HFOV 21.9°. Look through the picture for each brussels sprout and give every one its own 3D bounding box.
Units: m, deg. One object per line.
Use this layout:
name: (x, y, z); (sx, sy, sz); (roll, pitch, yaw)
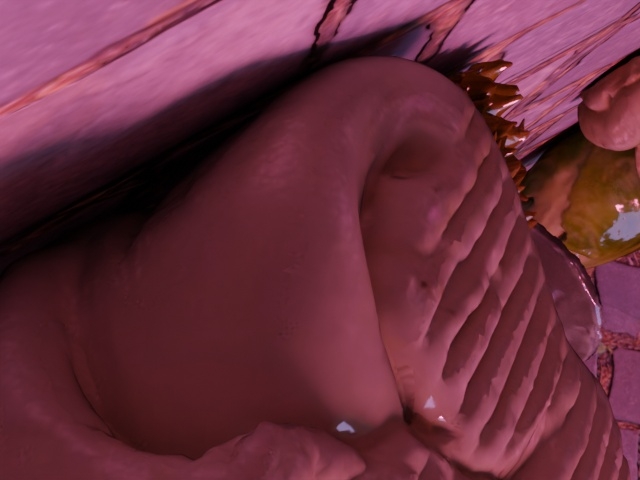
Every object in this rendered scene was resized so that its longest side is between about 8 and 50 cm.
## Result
brussels sprout: (0.280, -0.052, 1.622); (0.180, 0.144, 0.161); (-42, -150, -2)

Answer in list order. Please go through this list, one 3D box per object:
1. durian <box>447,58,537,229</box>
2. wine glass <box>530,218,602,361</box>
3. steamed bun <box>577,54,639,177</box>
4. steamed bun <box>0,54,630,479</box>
durian: (0.010, 0.007, 0.876); (0.260, 0.154, 0.186); (-26, -157, 30)
wine glass: (0.045, 0.157, 1.401); (0.406, 0.267, 0.267); (-46, -178, -29)
steamed bun: (0.434, -0.161, 1.278); (0.428, 0.189, 0.247); (-30, 167, -8)
steamed bun: (-0.022, 0.143, 0.698); (0.255, 0.368, 0.342); (-14, -150, 32)
